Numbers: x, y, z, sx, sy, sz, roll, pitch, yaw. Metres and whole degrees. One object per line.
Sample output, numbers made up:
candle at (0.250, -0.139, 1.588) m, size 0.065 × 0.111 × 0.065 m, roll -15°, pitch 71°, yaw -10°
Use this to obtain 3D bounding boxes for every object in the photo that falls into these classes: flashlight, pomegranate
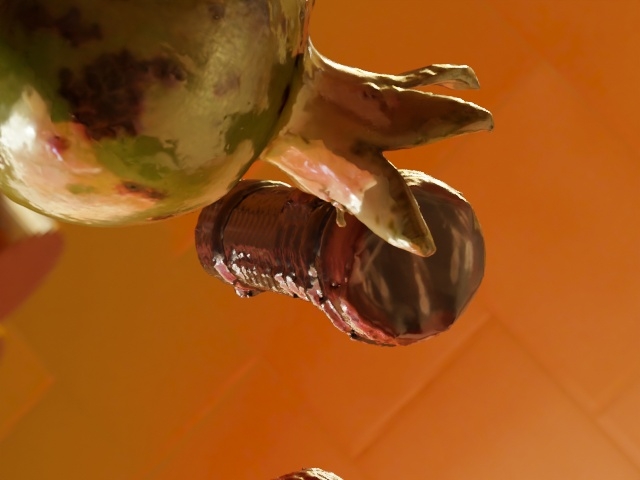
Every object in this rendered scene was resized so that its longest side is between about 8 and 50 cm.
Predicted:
flashlight at (0.000, 0.000, 1.003) m, size 0.093 × 0.093 × 0.232 m, roll -39°, pitch -159°, yaw -17°
pomegranate at (-0.041, -0.073, 0.685) m, size 0.156 × 0.220 × 0.156 m, roll 15°, pitch 90°, yaw -88°

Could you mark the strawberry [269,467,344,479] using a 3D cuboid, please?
strawberry at (-0.020, 0.246, 1.419) m, size 0.148 × 0.131 × 0.131 m, roll -15°, pitch 151°, yaw -41°
